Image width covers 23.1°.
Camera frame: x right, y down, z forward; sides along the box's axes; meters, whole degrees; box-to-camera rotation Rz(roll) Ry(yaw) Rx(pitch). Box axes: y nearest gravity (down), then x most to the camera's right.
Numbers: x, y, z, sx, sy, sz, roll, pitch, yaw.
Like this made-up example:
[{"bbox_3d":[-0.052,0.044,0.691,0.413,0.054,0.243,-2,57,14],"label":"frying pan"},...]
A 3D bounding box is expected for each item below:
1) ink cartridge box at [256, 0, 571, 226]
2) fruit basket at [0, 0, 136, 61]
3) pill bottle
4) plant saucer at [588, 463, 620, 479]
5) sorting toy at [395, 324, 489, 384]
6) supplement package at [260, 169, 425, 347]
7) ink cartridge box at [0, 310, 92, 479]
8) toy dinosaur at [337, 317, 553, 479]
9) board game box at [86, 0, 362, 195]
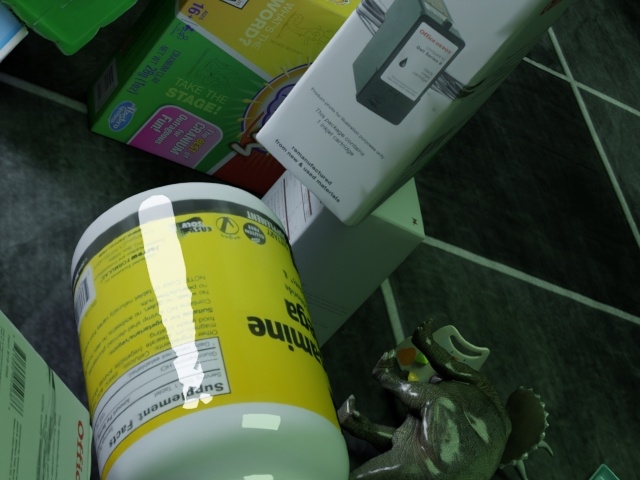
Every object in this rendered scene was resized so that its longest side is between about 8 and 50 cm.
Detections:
[{"bbox_3d":[0.105,-0.175,1.344,0.121,0.289,0.211,44,32,5],"label":"ink cartridge box"},{"bbox_3d":[-0.251,-0.360,1.473,0.165,0.327,0.353,37,20,-53],"label":"fruit basket"},{"bbox_3d":[-0.084,0.131,1.214,0.188,0.188,0.334,17,40,-34],"label":"pill bottle"},{"bbox_3d":[0.270,0.288,1.567,0.067,0.018,0.192,48,33,9],"label":"plant saucer"},{"bbox_3d":[0.127,0.119,1.559,0.083,0.075,0.045,33,33,-13],"label":"sorting toy"},{"bbox_3d":[0.000,0.000,1.467,0.105,0.179,0.105,25,36,-26],"label":"supplement package"},{"bbox_3d":[-0.224,0.145,1.013,0.208,0.087,0.153,66,19,-58],"label":"ink cartridge box"},{"bbox_3d":[0.113,0.174,1.440,0.160,0.121,0.313,37,25,18],"label":"toy dinosaur"},{"bbox_3d":[-0.036,-0.156,1.558,0.316,0.242,0.064,20,40,-30],"label":"board game box"}]
